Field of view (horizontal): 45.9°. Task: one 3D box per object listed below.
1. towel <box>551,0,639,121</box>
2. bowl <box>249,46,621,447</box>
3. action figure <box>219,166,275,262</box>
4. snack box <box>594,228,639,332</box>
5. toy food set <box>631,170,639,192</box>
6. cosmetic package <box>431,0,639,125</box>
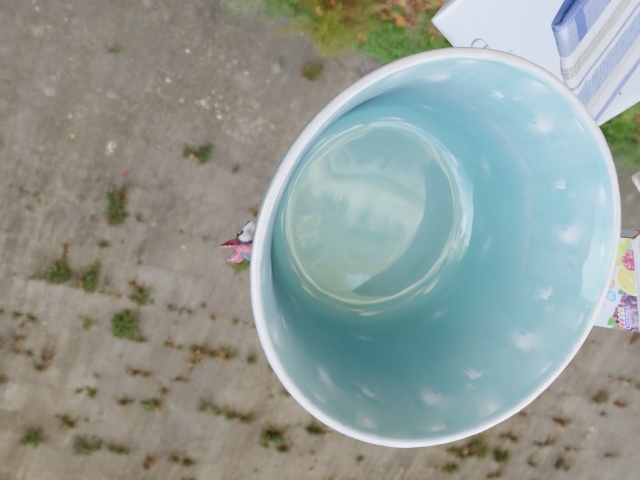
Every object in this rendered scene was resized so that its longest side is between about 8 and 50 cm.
[{"bbox_3d":[0.351,-0.263,0.904,0.034,0.209,0.285,36,-179,29],"label":"towel"},{"bbox_3d":[0.071,-0.005,0.635,0.311,0.311,0.163,16,-171,-25],"label":"bowl"},{"bbox_3d":[0.000,0.000,1.372,0.370,0.276,0.248,-17,174,15],"label":"action figure"},{"bbox_3d":[0.398,0.052,1.056,0.100,0.141,0.037,7,-153,45],"label":"snack box"},{"bbox_3d":[0.711,-0.100,1.265,0.092,0.306,0.220,-16,-107,-49],"label":"toy food set"},{"bbox_3d":[0.472,-0.426,1.297,0.329,0.394,0.327,47,-141,-11],"label":"cosmetic package"}]
